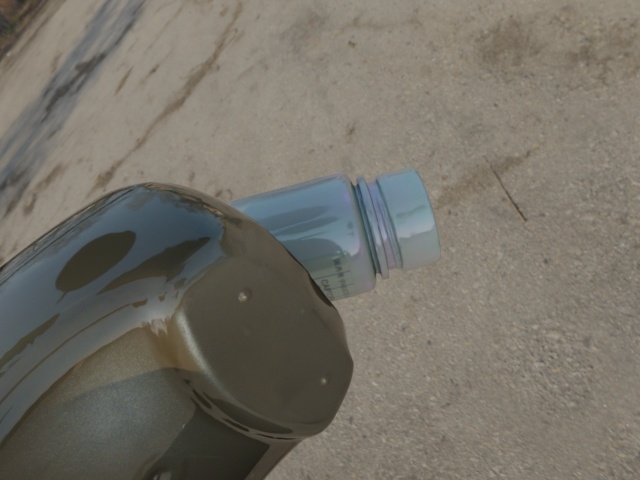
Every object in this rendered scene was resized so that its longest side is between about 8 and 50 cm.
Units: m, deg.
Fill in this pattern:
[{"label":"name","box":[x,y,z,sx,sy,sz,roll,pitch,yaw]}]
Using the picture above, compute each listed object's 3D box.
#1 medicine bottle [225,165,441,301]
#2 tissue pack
[{"label":"medicine bottle","box":[0.000,0.000,0.683,0.293,0.170,0.170,-16,45,5]},{"label":"tissue pack","box":[-0.185,0.144,0.422,0.277,0.267,0.387,16,61,42]}]
